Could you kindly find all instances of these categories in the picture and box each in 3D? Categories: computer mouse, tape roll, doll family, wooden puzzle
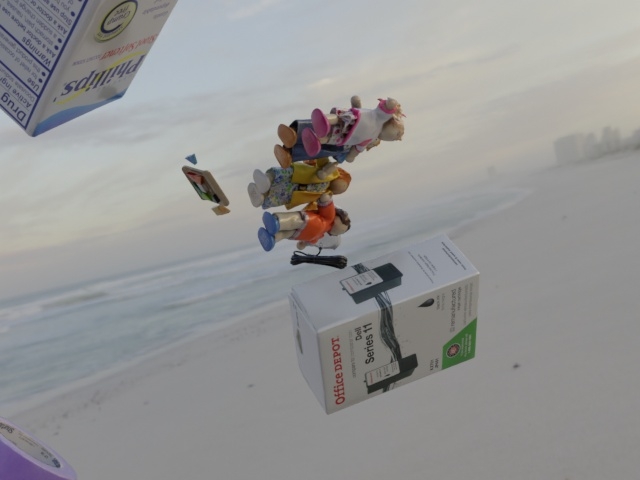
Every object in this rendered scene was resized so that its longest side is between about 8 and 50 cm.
[{"bbox_3d":[0.000,0.000,1.310,0.106,0.042,0.193,10,-31,3],"label":"computer mouse"},{"bbox_3d":[-0.475,0.346,1.151,0.080,0.189,0.189,-55,13,-13],"label":"tape roll"},{"bbox_3d":[0.007,-0.107,0.965,0.163,0.118,0.263,-10,-37,-39],"label":"doll family"},{"bbox_3d":[-0.172,-0.079,1.114,0.014,0.116,0.078,-46,28,-24],"label":"wooden puzzle"}]

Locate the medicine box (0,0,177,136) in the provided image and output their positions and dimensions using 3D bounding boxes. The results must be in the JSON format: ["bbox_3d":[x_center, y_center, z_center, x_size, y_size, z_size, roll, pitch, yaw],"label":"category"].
[{"bbox_3d":[-0.258,-0.294,0.668,0.289,0.263,0.149,-47,0,35],"label":"medicine box"}]

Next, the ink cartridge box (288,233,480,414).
[{"bbox_3d":[0.078,0.101,0.897,0.208,0.153,0.087,-19,41,-14],"label":"ink cartridge box"}]
